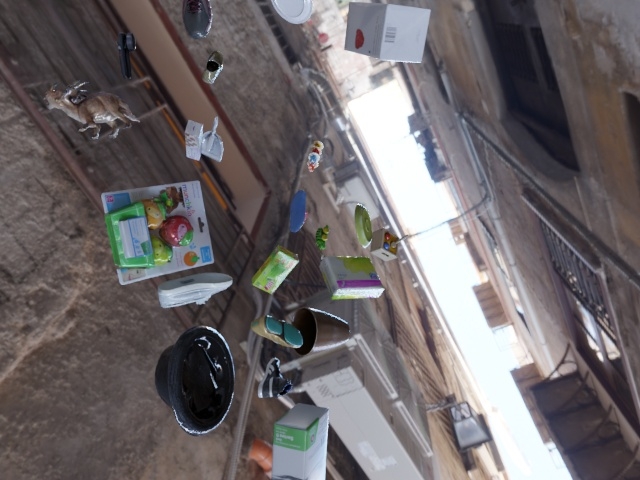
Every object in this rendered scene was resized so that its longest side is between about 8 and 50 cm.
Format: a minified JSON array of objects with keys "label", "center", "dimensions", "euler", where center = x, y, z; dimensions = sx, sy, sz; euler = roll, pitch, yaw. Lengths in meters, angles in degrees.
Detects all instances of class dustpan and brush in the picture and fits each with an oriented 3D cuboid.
[{"label":"dustpan and brush","center":[-0.541,-0.519,2.368],"dimensions":[0.147,0.211,0.060],"euler":[27,-165,15]}]

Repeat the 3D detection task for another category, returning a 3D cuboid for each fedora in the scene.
[{"label":"fedora","center":[-0.413,0.439,1.488],"dimensions":[0.153,0.334,0.334],"euler":[-7,-149,26]}]

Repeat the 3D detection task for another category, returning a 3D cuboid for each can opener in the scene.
[{"label":"can opener","center":[-0.807,-0.763,1.944],"dimensions":[0.073,0.186,0.059],"euler":[5,-176,32]}]

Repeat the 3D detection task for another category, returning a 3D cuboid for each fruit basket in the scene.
[{"label":"fruit basket","center":[-0.572,-0.036,1.702],"dimensions":[0.353,0.326,0.165],"euler":[-12,-172,-28]}]

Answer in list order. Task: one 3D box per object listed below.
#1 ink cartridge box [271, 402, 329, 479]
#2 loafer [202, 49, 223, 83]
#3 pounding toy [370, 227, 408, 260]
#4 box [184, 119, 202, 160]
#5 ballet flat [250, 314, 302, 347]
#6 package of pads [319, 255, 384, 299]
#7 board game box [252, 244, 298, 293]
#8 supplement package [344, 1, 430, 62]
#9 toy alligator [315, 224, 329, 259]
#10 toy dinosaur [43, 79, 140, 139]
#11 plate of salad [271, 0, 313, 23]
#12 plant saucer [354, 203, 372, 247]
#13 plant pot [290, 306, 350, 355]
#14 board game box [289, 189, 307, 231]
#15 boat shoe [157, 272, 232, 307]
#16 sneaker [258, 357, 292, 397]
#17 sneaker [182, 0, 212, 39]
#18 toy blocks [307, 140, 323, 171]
[{"label":"ink cartridge box","center":[-0.066,0.713,1.538],"dimensions":[0.122,0.289,0.211],"euler":[3,180,20]},{"label":"loafer","center":[-0.367,-0.608,1.632],"dimensions":[0.050,0.056,0.148],"euler":[-39,-144,54]},{"label":"pounding toy","center":[0.320,0.014,2.182],"dimensions":[0.100,0.141,0.130],"euler":[-24,-133,47]},{"label":"box","center":[-0.570,-0.447,2.126],"dimensions":[0.324,0.063,0.067],"euler":[147,-42,-73]},{"label":"ballet flat","center":[-0.144,0.299,1.544],"dimensions":[0.073,0.232,0.080],"euler":[-17,-126,24]},{"label":"package of pads","center":[0.160,0.188,2.466],"dimensions":[0.297,0.101,0.229],"euler":[2,-133,-29]},{"label":"board game box","center":[-0.174,0.113,1.802],"dimensions":[0.181,0.092,0.043],"euler":[-51,-152,19]},{"label":"supplement package","center":[0.230,-0.758,1.707],"dimensions":[0.175,0.177,0.293],"euler":[-6,-152,-23]},{"label":"toy alligator","center":[0.000,0.000,2.143],"dimensions":[0.056,0.051,0.189],"euler":[122,-18,-53]},{"label":"toy dinosaur","center":[-0.778,-0.467,1.641],"dimensions":[0.296,0.200,0.127],"euler":[-16,180,-37]},{"label":"plate of salad","center":[-0.109,-0.932,1.798],"dimensions":[0.200,0.199,0.048],"euler":[-2,-137,46]},{"label":"plant saucer","center":[0.236,-0.079,2.530],"dimensions":[0.037,0.240,0.241],"euler":[-9,-150,21]},{"label":"plant pot","center":[0.015,0.418,2.161],"dimensions":[0.231,0.215,0.215],"euler":[9,-179,-34]},{"label":"board game box","center":[-0.076,-0.113,1.847],"dimensions":[0.133,0.033,0.168],"euler":[-29,-124,55]},{"label":"boat shoe","center":[-0.381,0.155,1.442],"dimensions":[0.228,0.081,0.079],"euler":[-9,-153,-30]},{"label":"sneaker","center":[-0.169,0.569,1.929],"dimensions":[0.121,0.079,0.217],"euler":[3,-156,10]},{"label":"sneaker","center":[-0.429,-0.819,1.531],"dimensions":[0.107,0.281,0.162],"euler":[0,180,11]},{"label":"toy blocks","center":[-0.032,-0.370,2.166],"dimensions":[0.054,0.123,0.148],"euler":[17,-135,-2]}]
